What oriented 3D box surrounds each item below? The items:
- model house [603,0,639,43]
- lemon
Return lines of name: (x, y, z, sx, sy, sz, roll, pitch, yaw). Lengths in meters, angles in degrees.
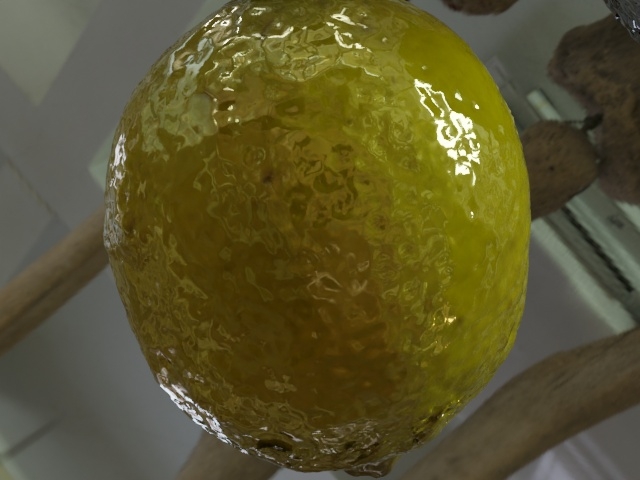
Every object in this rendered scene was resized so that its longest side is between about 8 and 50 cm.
model house: (0.317, -0.234, 0.696, 0.298, 0.243, 0.284, 4, -69, 0)
lemon: (0.000, 0.000, 0.631, 0.245, 0.245, 0.320, 5, -66, 33)
